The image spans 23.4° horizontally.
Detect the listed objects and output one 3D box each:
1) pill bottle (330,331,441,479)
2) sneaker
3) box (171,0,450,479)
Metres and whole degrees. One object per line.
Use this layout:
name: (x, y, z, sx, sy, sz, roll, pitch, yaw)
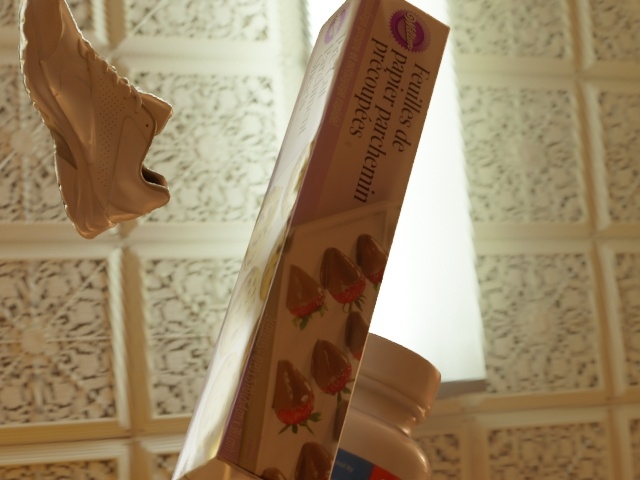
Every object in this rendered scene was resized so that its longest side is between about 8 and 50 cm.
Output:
pill bottle: (-0.006, 0.167, 0.940, 0.124, 0.124, 0.221, 29, -108, -20)
sneaker: (-0.191, -0.123, 1.345, 0.115, 0.090, 0.232, -16, -67, -2)
box: (0.000, 0.000, 0.849, 0.063, 0.067, 0.324, 28, -123, -18)
